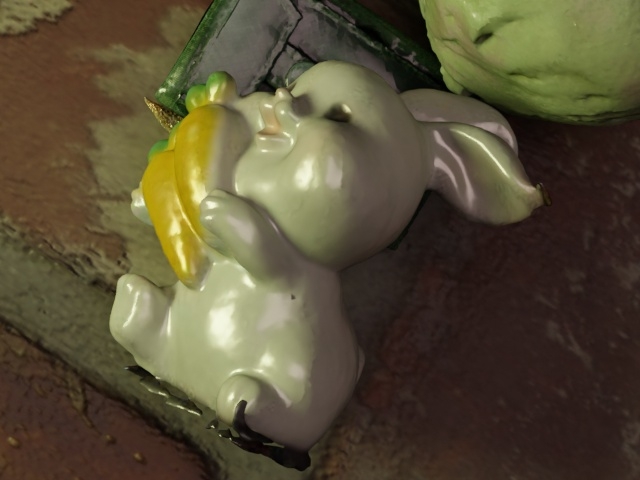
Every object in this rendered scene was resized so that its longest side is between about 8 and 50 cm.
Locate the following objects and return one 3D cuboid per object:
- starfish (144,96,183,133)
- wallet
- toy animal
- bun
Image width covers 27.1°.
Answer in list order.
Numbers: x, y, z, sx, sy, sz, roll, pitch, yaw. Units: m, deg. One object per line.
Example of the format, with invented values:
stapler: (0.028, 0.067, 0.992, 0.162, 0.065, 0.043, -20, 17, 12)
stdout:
starfish: (-0.102, -0.087, 1.063, 0.086, 0.016, 0.092, 10, 86, -12)
wallet: (0.006, -0.116, 1.070, 0.236, 0.055, 0.160, 32, 81, -13)
toy animal: (-0.004, -0.002, 0.971, 0.247, 0.183, 0.310, 28, 87, -21)
bun: (0.168, -0.177, 1.021, 0.283, 0.283, 0.179, 38, 96, -9)
